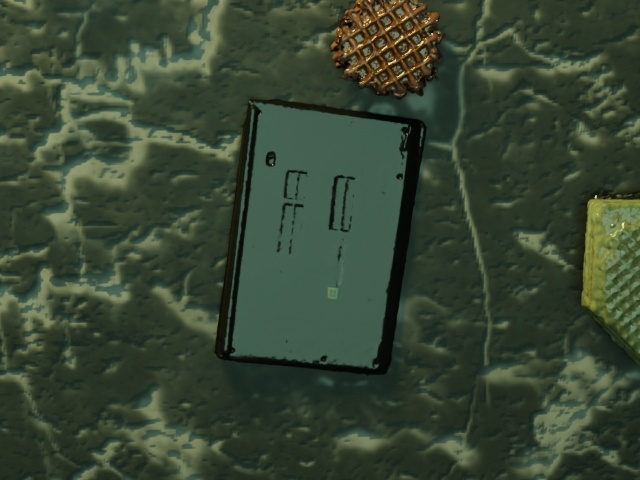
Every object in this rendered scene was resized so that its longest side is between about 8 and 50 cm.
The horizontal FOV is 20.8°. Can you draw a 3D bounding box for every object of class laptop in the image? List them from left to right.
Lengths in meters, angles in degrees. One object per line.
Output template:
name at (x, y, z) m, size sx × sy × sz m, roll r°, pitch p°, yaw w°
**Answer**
laptop at (0.000, 0.000, 1.276) m, size 0.135 × 0.016 × 0.197 m, roll 6°, pitch 100°, yaw -6°

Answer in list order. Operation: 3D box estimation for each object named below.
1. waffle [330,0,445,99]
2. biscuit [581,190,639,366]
waffle at (0.051, -0.140, 1.248) m, size 0.083 × 0.029 × 0.075 m, roll 17°, pitch 101°, yaw -10°
biscuit at (0.318, 0.043, 1.288) m, size 0.252 × 0.052 × 0.150 m, roll 3°, pitch 100°, yaw -4°
